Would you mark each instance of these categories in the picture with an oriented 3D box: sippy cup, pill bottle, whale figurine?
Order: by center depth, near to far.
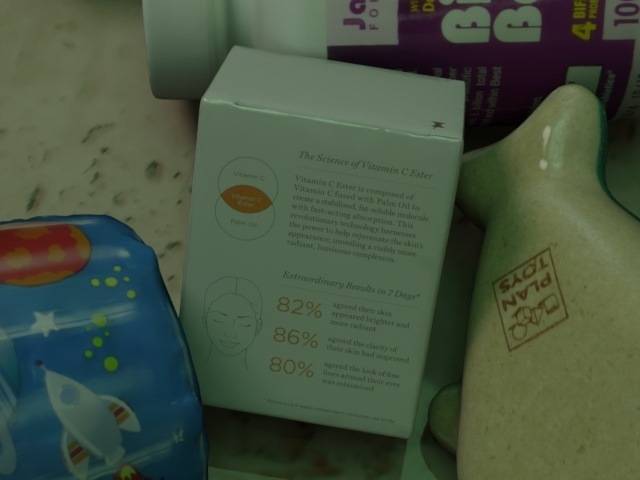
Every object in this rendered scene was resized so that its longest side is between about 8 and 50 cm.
[{"bbox_3d":[-0.181,0.089,0.741,0.224,0.306,0.240,-13,22,-18],"label":"sippy cup"},{"bbox_3d":[0.153,0.056,0.793,0.141,0.216,0.272,18,47,-42],"label":"whale figurine"},{"bbox_3d":[0.052,-0.148,0.868,0.301,0.169,0.169,-3,66,-2],"label":"pill bottle"}]

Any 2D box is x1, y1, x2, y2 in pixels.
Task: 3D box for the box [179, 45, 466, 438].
[{"bbox_3d":[0.000,0.000,0.792,0.130,0.171,0.091,10,24,3],"label":"box"}]
